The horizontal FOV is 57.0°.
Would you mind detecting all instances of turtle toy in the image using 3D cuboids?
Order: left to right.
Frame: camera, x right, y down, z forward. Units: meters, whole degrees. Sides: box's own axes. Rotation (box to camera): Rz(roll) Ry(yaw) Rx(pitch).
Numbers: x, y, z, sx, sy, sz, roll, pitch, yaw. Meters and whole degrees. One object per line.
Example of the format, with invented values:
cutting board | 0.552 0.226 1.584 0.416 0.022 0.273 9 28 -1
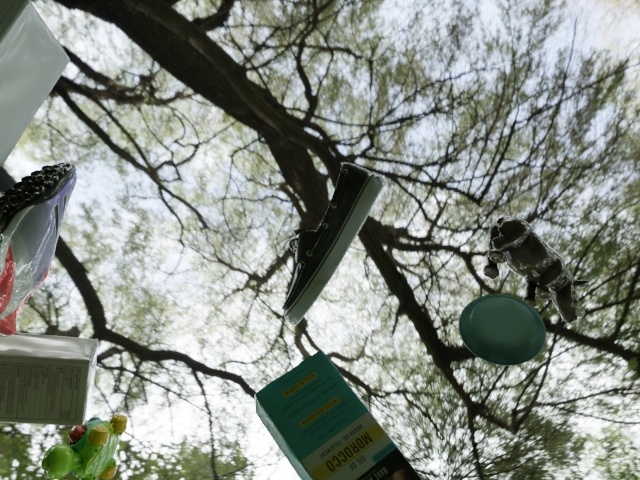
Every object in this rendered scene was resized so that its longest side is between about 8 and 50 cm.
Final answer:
turtle toy | -0.325 0.291 0.813 0.066 0.130 0.095 16 -86 11

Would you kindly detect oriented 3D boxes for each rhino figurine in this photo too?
rhino figurine | 0.354 0.052 0.946 0.243 0.073 0.106 37 -123 -19

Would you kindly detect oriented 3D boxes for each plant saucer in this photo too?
plant saucer | 0.257 0.123 0.836 0.119 0.119 0.021 14 -149 17

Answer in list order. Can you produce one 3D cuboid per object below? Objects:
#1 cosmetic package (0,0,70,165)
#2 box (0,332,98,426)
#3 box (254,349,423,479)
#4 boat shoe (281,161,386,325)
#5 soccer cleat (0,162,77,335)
cosmetic package | -0.564 -0.262 0.920 0.224 0.138 0.224 14 -114 15
box | -0.609 0.266 1.153 0.310 0.121 0.148 9 -80 -15
box | 0.032 0.251 0.661 0.100 0.060 0.244 -30 -117 -23
boat shoe | 0.000 0.000 0.778 0.076 0.080 0.229 31 -85 4
soccer cleat | -0.468 0.002 0.942 0.108 0.116 0.318 -8 -136 20
